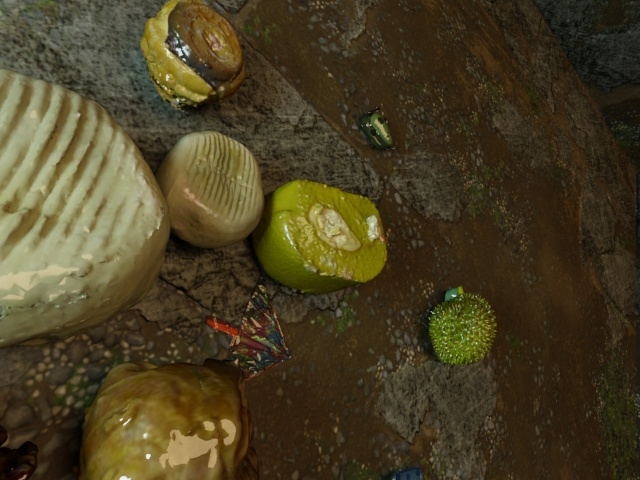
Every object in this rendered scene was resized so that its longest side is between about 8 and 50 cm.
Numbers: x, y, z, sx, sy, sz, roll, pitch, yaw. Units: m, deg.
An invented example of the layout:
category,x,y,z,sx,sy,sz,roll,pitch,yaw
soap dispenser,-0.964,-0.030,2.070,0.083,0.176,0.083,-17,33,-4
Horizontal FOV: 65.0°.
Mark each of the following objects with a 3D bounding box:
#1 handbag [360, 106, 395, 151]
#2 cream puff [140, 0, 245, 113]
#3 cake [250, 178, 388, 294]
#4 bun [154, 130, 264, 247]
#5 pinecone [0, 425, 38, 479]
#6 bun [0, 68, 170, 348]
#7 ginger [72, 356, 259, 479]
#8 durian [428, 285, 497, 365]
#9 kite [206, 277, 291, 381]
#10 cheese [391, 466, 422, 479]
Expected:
category,x,y,z,sx,sy,sz,roll,pitch,yaw
handbag,0.142,-0.263,1.215,0.072,0.047,0.111,-42,105,-40
cream puff,-0.216,-0.301,0.841,0.189,0.130,0.188,25,53,-39
cake,0.000,0.000,0.943,0.261,0.156,0.178,10,65,-39
bun,-0.184,-0.081,0.812,0.179,0.128,0.192,31,48,-33
pinecone,-0.407,0.225,0.454,0.272,0.224,0.224,53,49,-28
bun,-0.363,-0.030,0.562,0.362,0.235,0.325,-2,69,-37
ginger,-0.189,0.287,0.654,0.223,0.200,0.269,-9,126,-14
durian,0.347,0.210,1.199,0.198,0.146,0.159,-35,104,-40
kite,-0.122,0.176,0.872,0.189,0.009,0.232,35,57,-31
cheese,0.184,0.603,0.988,0.189,0.074,0.285,11,70,-42
